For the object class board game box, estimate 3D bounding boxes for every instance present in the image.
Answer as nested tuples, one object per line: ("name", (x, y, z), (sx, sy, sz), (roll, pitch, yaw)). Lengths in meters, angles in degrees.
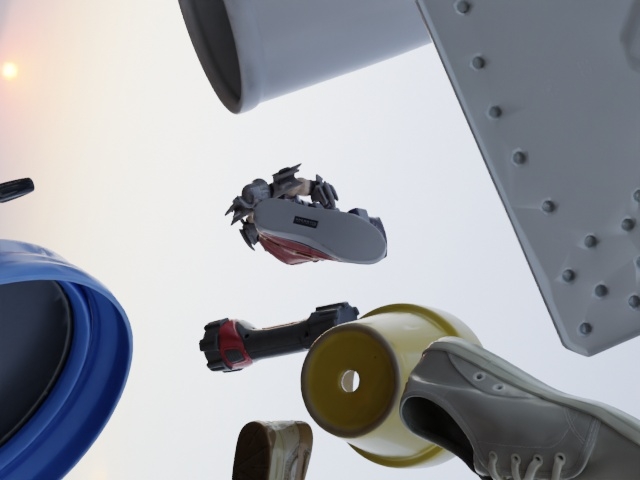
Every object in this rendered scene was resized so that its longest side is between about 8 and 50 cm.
("board game box", (0.287, -0.165, 0.866), (0.050, 0.390, 0.390), (-89, 155, -87))

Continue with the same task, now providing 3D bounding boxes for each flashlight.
("flashlight", (-0.070, 0.167, 2.049), (0.304, 0.103, 0.103), (-15, -111, 31))

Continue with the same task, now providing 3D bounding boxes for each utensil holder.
("utensil holder", (-0.010, -0.412, 1.852), (0.327, 0.385, 0.328), (161, -90, -75))

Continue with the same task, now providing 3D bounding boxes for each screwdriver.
("screwdriver", (-0.418, -0.040, 1.366), (0.025, 0.170, 0.024), (56, -30, 15))

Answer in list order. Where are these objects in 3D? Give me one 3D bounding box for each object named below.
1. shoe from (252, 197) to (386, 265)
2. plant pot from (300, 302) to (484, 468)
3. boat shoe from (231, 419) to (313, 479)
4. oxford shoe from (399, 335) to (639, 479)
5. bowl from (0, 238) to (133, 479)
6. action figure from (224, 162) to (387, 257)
("shoe", (0.000, 0.000, 1.495), (0.081, 0.178, 0.063), (86, 22, -64))
("plant pot", (0.096, 0.212, 1.718), (0.254, 0.239, 0.254), (-6, -102, 30))
("boat shoe", (-0.078, 0.432, 1.724), (0.121, 0.110, 0.341), (26, -72, 48))
("oxford shoe", (0.264, 0.248, 1.322), (0.449, 0.130, 0.169), (23, -33, 42))
("bowl", (-0.359, 0.162, 1.077), (0.077, 0.391, 0.391), (44, -50, 29))
("action figure", (-0.023, -0.037, 1.793), (0.185, 0.285, 0.099), (-16, -113, 40))
